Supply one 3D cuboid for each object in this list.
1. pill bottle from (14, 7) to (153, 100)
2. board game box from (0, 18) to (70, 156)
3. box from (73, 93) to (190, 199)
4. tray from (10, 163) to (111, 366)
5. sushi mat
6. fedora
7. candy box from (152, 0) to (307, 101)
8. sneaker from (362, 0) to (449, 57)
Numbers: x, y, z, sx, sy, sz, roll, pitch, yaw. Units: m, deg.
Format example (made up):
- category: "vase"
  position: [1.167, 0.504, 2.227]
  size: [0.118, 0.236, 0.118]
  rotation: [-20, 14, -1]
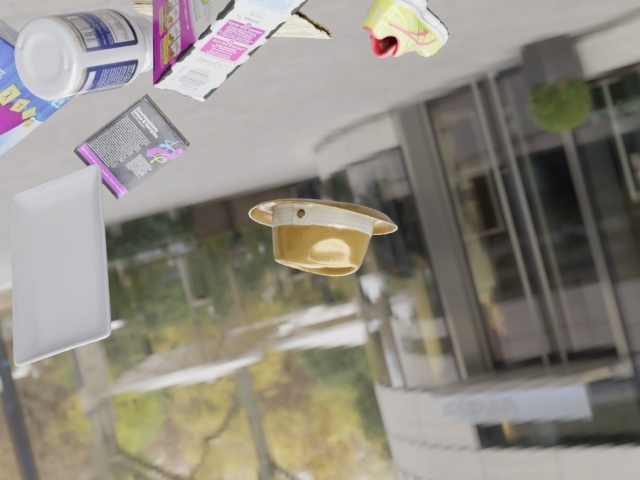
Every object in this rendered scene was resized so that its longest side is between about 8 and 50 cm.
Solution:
- category: "pill bottle"
  position: [-0.260, -0.216, 1.699]
  size: [0.094, 0.094, 0.169]
  rotation: [-15, -177, 34]
- category: "board game box"
  position: [-0.480, -0.141, 1.705]
  size: [0.318, 0.066, 0.318]
  rotation: [-39, 159, 6]
- category: "box"
  position: [-0.318, -0.157, 2.507]
  size: [0.162, 0.116, 0.029]
  rotation: [-34, -159, 18]
- category: "tray"
  position: [-0.341, 0.034, 1.970]
  size: [0.145, 0.270, 0.030]
  rotation: [-19, 147, 17]
- category: "sushi mat"
  position: [-0.147, -0.363, 2.449]
  size: [0.316, 0.019, 0.151]
  rotation: [6, 172, 31]
- category: "fedora"
  position: [0.000, 0.000, 1.890]
  size: [0.194, 0.079, 0.194]
  rotation: [6, 170, 1]
- category: "candy box"
  position: [-0.099, -0.278, 1.610]
  size: [0.071, 0.159, 0.233]
  rotation: [13, 149, -30]
- category: "sneaker"
  position: [0.103, -0.280, 1.973]
  size: [0.094, 0.081, 0.208]
  rotation: [-56, 156, 1]
